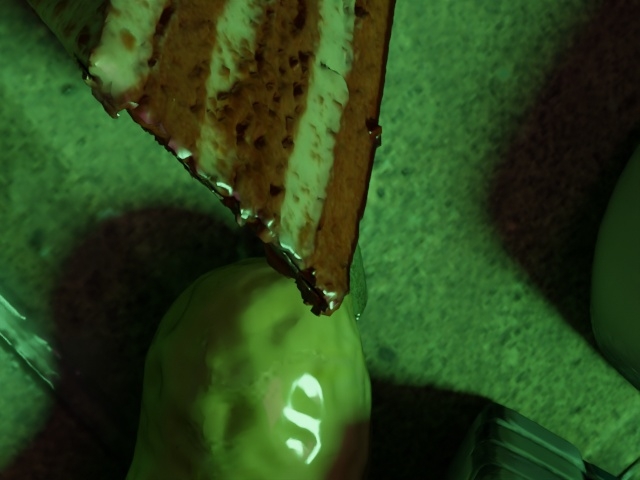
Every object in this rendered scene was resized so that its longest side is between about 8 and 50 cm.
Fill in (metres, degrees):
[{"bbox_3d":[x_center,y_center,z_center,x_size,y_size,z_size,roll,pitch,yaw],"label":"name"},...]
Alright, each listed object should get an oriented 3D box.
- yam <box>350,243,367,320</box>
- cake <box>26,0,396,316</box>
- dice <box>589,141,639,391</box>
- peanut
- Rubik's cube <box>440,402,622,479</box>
[{"bbox_3d":[0.000,0.000,0.881,0.043,0.043,0.094,-22,122,-19],"label":"yam"},{"bbox_3d":[-0.078,-0.082,0.687,0.159,0.262,0.158,-25,127,29],"label":"cake"},{"bbox_3d":[0.358,0.025,0.950,0.304,0.277,0.304,38,88,-34],"label":"dice"},{"bbox_3d":[-0.053,0.159,0.863,0.147,0.147,0.319,1,113,-29],"label":"peanut"},{"bbox_3d":[0.135,0.267,0.890,0.253,0.259,0.256,29,94,2],"label":"Rubik's cube"}]
